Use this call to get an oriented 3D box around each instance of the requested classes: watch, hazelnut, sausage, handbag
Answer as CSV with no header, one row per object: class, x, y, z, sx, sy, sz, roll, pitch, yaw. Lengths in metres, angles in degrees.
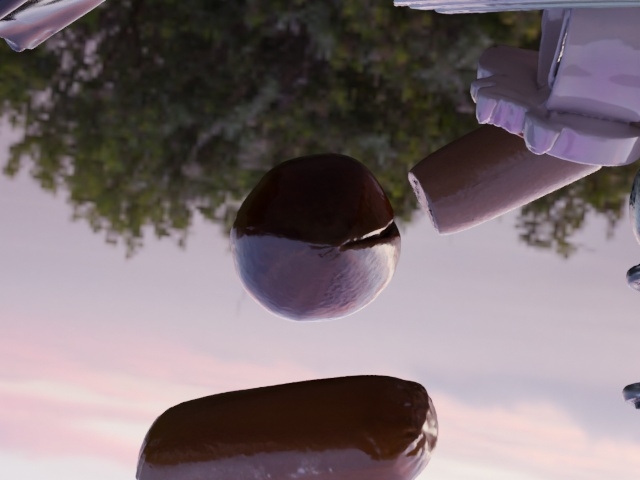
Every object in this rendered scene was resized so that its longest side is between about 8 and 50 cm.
watch,0.269,-0.220,1.466,0.196,0.231,0.244,8,-152,0
hazelnut,0.000,0.000,1.547,0.208,0.208,0.208,6,177,0
sausage,-0.031,0.169,1.151,0.274,0.105,0.105,-11,169,28
handbag,-0.364,-0.333,1.752,0.257,0.113,0.285,-38,177,23
sausage,0.239,-0.097,1.865,0.253,0.123,0.123,-27,167,15

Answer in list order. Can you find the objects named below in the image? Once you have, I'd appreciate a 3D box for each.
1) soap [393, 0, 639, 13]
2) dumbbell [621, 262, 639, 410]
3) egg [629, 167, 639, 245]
soap,0.190,-0.261,1.254,0.289,0.095,0.173,6,-175,41
dumbbell,0.320,0.089,1.282,0.081,0.254,0.081,4,164,1
egg,0.407,-0.037,1.532,0.132,0.132,0.172,4,147,30
